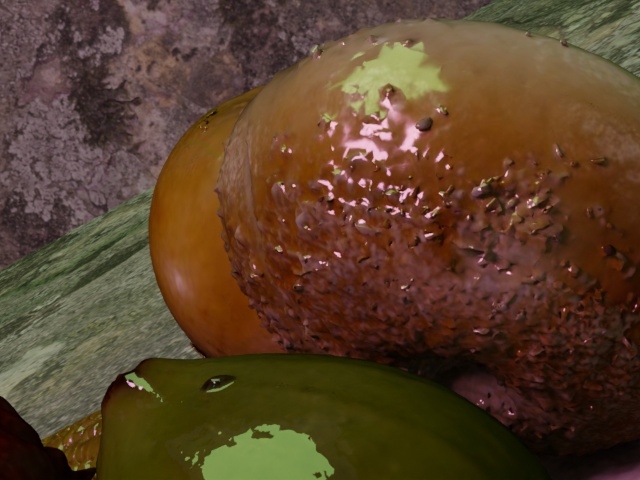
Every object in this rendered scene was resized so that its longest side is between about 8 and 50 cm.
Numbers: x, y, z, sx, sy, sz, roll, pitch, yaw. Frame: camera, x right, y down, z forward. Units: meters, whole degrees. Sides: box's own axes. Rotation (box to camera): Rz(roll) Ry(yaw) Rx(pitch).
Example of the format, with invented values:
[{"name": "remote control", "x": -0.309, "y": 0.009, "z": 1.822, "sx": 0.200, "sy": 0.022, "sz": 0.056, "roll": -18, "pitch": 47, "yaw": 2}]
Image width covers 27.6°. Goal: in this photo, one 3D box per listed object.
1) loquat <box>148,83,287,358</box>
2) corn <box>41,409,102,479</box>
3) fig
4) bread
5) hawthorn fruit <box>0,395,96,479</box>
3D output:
[{"name": "loquat", "x": 0.000, "y": 0.000, "z": 0.968, "sx": 0.263, "sy": 0.263, "sz": 0.263, "roll": -28, "pitch": 14, "yaw": 8}, {"name": "corn", "x": -0.107, "y": 0.160, "z": 0.916, "sx": 0.322, "sy": 0.119, "sz": 0.119, "roll": -16, "pitch": 20, "yaw": 43}, {"name": "fig", "x": -0.010, "y": 0.134, "z": 0.607, "sx": 0.203, "sy": 0.225, "sz": 0.203, "roll": -48, "pitch": -2, "yaw": -3}, {"name": "bread", "x": 0.086, "y": 0.016, "z": 0.702, "sx": 0.306, "sy": 0.305, "sz": 0.158, "roll": -16, "pitch": 49, "yaw": 45}, {"name": "hawthorn fruit", "x": -0.239, "y": 0.226, "z": 0.685, "sx": 0.307, "sy": 0.265, "sz": 0.265, "roll": -42, "pitch": 17, "yaw": -18}]
